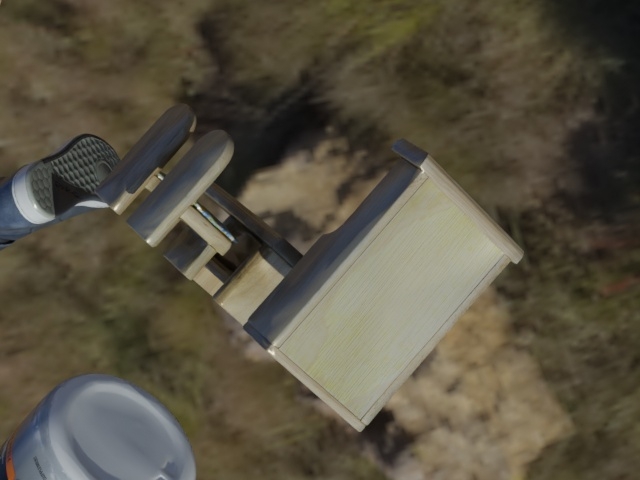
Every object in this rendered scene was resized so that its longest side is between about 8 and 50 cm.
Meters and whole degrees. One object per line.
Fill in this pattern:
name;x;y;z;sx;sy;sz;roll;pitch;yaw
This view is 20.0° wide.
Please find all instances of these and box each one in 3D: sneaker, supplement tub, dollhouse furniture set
sneaker;-0.317;-0.043;1.955;0.163;0.226;0.086;-23;90;25
supplement tub;-0.176;0.184;1.195;0.190;0.117;0.117;-47;63;33
dollhouse furniture set;0.000;0.000;1.259;0.212;0.161;0.242;43;177;-31
